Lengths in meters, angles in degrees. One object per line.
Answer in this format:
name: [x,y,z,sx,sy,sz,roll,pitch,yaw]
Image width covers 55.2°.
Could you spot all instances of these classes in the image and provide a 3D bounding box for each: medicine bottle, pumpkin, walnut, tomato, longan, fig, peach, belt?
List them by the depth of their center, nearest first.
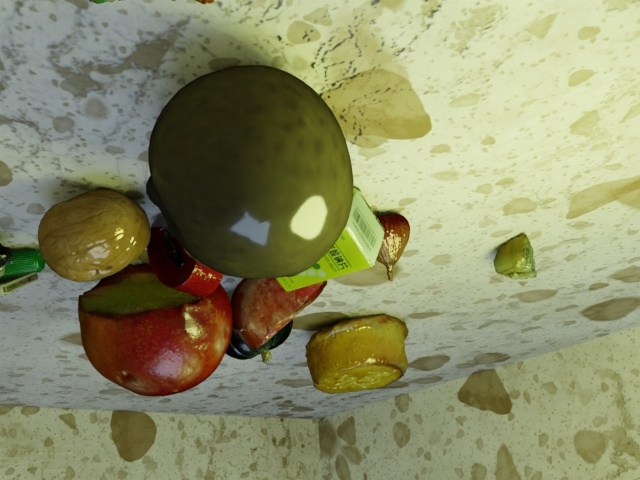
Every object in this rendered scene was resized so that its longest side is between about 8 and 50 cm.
longan: [-0.113,-0.101,0.976,0.361,0.360,0.361,-4,155,-2]
walnut: [-0.464,-0.013,1.256,0.226,0.193,0.193,-21,151,24]
belt: [-0.296,0.033,1.367,0.128,0.201,0.124,-42,146,12]
medicine bottle: [0.000,0.000,1.370,0.250,0.141,0.137,-18,119,31]
fig: [0.151,0.004,1.442,0.119,0.153,0.119,5,148,3]
medicine bottle: [-0.821,0.066,1.464,0.309,0.076,0.111,-8,-171,-2]
peach: [-0.403,0.223,1.528,0.406,0.335,0.310,0,117,28]
tomato: [-0.135,0.150,1.639,0.170,0.309,0.309,45,141,-3]
pumpkin: [-0.200,0.274,1.876,0.250,0.216,0.250,-25,173,-3]

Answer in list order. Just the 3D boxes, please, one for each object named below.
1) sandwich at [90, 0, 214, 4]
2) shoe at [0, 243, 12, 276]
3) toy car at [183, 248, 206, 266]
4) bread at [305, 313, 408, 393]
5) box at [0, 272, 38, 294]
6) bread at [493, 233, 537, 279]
sandwich: [-0.179,-0.341,0.713,0.185,0.109,0.160,-18,172,22]
shoe: [-0.761,0.005,1.364,0.099,0.071,0.169,-43,118,14]
toy car: [-0.154,-0.016,1.213,0.235,0.235,0.145,-18,152,25]
bread: [0.141,0.410,2.225,0.398,0.215,0.398,-7,151,-4]
box: [-0.788,0.110,1.504,0.109,0.029,0.198,-7,-172,-2]
bread: [0.529,0.049,1.678,0.110,0.103,0.156,-4,152,25]
